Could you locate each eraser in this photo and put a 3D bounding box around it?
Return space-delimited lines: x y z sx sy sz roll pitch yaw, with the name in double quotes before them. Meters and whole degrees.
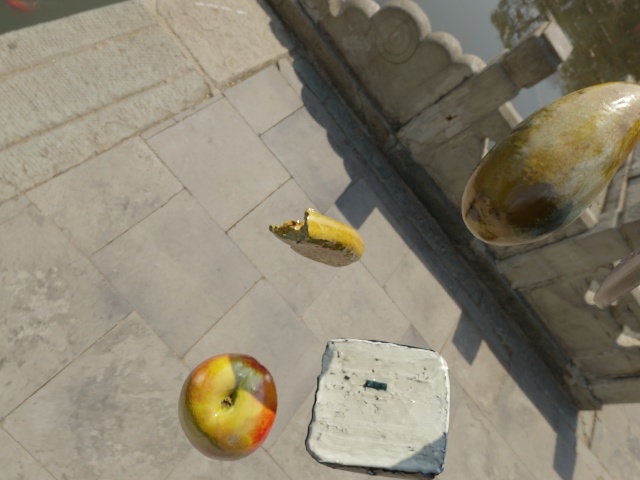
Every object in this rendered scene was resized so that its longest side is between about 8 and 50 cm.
"eraser" 0.625 0.047 0.872 0.204 0.243 0.059 -12 56 -39

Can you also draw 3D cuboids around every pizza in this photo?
"pizza" 0.000 0.000 0.964 0.365 0.182 0.074 34 69 -67

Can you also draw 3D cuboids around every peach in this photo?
"peach" -0.170 0.308 0.841 0.190 0.192 0.190 6 66 -12

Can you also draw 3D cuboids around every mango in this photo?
"mango" 0.346 -0.111 0.644 0.146 0.316 0.193 60 9 34

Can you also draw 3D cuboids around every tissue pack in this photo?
"tissue pack" 0.149 0.385 1.024 0.416 0.264 0.253 60 36 -65
